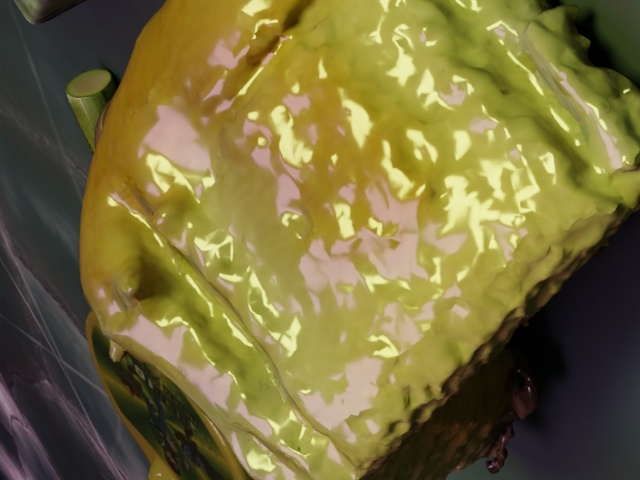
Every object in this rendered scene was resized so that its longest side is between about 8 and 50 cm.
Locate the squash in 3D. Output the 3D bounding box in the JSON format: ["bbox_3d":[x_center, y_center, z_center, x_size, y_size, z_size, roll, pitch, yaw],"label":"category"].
[{"bbox_3d":[-0.114,-0.053,0.777,0.027,0.027,0.083,36,153,44],"label":"squash"}]

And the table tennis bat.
[{"bbox_3d":[-0.108,0.160,1.074,0.198,0.050,0.321,45,153,24],"label":"table tennis bat"}]

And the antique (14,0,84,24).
[{"bbox_3d":[-0.072,-0.145,0.455,0.088,0.086,0.183,57,160,0],"label":"antique"}]

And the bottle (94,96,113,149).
[{"bbox_3d":[-0.085,-0.022,0.720,0.053,0.053,0.140,49,158,19],"label":"bottle"}]

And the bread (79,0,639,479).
[{"bbox_3d":[-0.006,0.007,0.467,0.174,0.133,0.252,49,158,15],"label":"bread"}]
